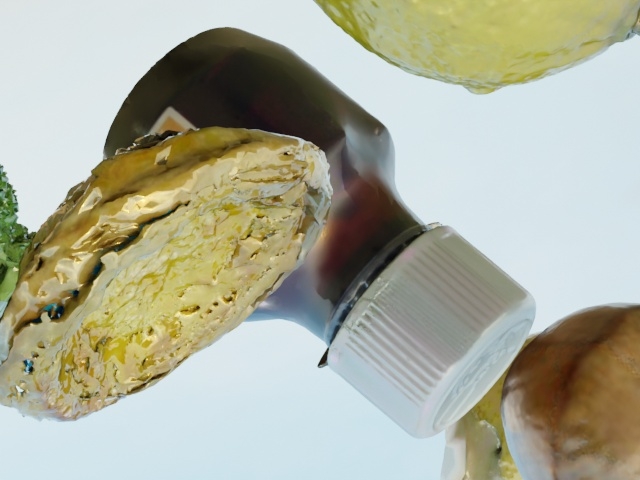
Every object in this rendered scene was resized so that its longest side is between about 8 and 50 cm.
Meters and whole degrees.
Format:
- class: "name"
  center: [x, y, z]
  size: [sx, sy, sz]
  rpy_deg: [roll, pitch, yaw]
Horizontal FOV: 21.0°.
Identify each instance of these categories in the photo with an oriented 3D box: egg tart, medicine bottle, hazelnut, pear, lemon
- class: "egg tart"
  center: [-0.124, 0.010, 1.189]
  size: [0.291, 0.107, 0.291]
  rpy_deg: [-34, 159, -15]
- class: "medicine bottle"
  center: [0.000, 0.000, 1.574]
  size: [0.242, 0.242, 0.395]
  rpy_deg: [-34, -116, -30]
- class: "hazelnut"
  center: [0.230, 0.146, 1.271]
  size: [0.176, 0.214, 0.214]
  rpy_deg: [-34, -159, -20]
- class: "pear"
  center: [0.265, 0.226, 1.905]
  size: [0.271, 0.271, 0.271]
  rpy_deg: [-20, -161, 7]
- class: "lemon"
  center: [0.079, -0.178, 0.901]
  size: [0.231, 0.192, 0.192]
  rpy_deg: [33, -138, 12]

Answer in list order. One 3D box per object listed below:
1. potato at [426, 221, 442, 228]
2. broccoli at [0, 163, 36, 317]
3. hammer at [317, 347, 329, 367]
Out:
- class: "potato"
  center: [0.095, 0.024, 1.774]
  size: [0.036, 0.093, 0.037]
  rpy_deg: [7, -177, -27]
- class: "broccoli"
  center: [-0.424, 0.052, 1.564]
  size: [0.310, 0.413, 0.321]
  rpy_deg: [7, -134, 18]
- class: "hammer"
  center: [0.045, 0.109, 2.311]
  size: [0.021, 0.065, 0.178]
  rpy_deg: [-35, -162, 53]
